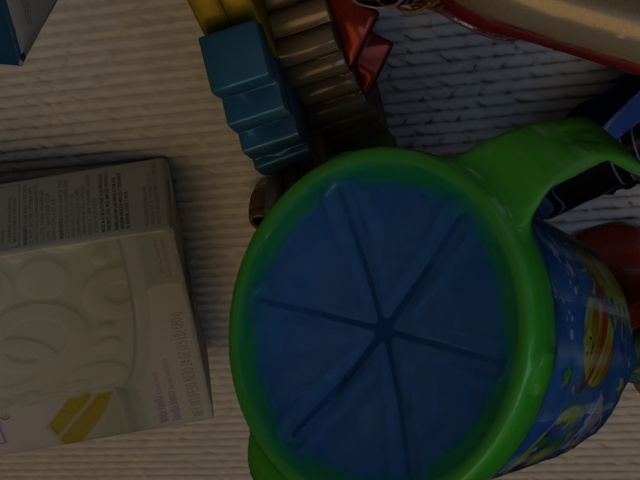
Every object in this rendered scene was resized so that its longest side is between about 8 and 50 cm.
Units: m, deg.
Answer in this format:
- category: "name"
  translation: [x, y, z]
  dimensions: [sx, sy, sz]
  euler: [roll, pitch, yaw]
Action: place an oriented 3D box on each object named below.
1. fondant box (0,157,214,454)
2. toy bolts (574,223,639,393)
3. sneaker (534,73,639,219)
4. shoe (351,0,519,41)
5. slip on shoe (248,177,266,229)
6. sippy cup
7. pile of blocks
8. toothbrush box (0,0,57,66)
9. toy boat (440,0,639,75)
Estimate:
- category: "fondant box"
  translation: [-0.269, 0.071, 1.336]
  dimensions: [0.330, 0.096, 0.238]
  euler: [-9, 134, -1]
- category: "toy bolts"
  translation: [0.294, 0.091, 1.193]
  dimensions: [0.228, 0.218, 0.158]
  euler: [-2, 142, 44]
- category: "sneaker"
  translation: [0.233, -0.070, 1.120]
  dimensions: [0.090, 0.081, 0.232]
  euler: [37, 133, -12]
- category: "shoe"
  translation: [0.069, -0.174, 1.068]
  dimensions: [0.178, 0.081, 0.063]
  euler: [34, 134, -16]
- category: "slip on shoe"
  translation: [0.000, 0.000, 1.292]
  dimensions: [0.135, 0.041, 0.051]
  euler: [36, 133, -18]
- category: "sippy cup"
  translation: [0.095, 0.065, 1.077]
  dimensions: [0.305, 0.240, 0.224]
  euler: [-18, 165, 34]
- category: "pile of blocks"
  translation: [0.008, -0.090, 1.125]
  dimensions: [0.112, 0.149, 0.362]
  euler: [-17, 129, 14]
- category: "toothbrush box"
  translation: [-0.342, -0.249, 1.095]
  dimensions: [0.295, 0.126, 0.216]
  euler: [4, 135, 13]
- category: "toy boat"
  translation: [0.176, -0.174, 1.016]
  dimensions: [0.231, 0.151, 0.151]
  euler: [17, 165, 1]
